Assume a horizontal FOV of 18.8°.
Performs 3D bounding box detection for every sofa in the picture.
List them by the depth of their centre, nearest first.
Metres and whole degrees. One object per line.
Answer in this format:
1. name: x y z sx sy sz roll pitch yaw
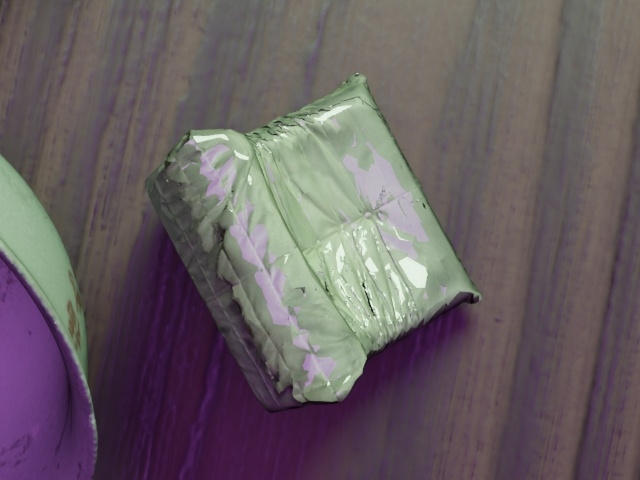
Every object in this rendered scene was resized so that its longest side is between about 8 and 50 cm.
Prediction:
1. sofa: 0.000 0.000 1.360 0.176 0.225 0.210 -28 87 1

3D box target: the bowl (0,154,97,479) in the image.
1. bowl: -0.321 0.022 1.324 0.435 0.435 0.196 25 44 -2
